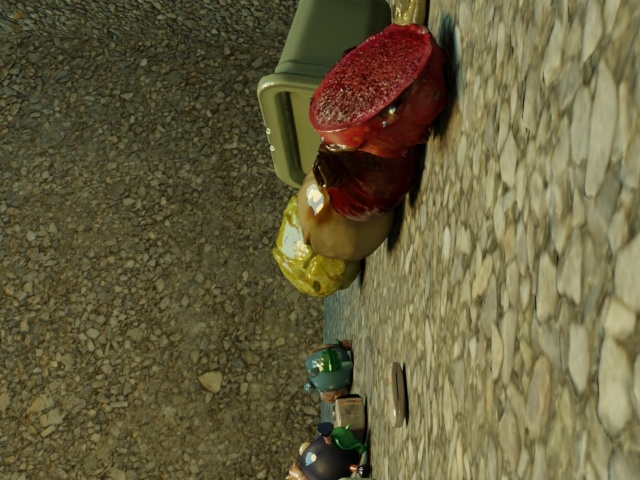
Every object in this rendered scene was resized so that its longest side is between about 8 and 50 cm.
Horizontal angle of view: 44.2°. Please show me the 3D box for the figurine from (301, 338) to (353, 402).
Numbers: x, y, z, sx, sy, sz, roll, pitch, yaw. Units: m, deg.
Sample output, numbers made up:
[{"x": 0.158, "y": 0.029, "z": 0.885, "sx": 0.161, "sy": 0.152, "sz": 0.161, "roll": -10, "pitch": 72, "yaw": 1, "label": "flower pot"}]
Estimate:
[{"x": 0.020, "y": 0.287, "z": 1.743, "sx": 0.178, "sy": 0.114, "sz": 0.144, "roll": 82, "pitch": -172, "yaw": -47, "label": "figurine"}]

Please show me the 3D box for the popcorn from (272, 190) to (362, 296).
[{"x": 0.000, "y": 0.000, "z": 1.556, "sx": 0.204, "sy": 0.184, "sz": 0.221, "roll": -122, "pitch": 35, "yaw": -76, "label": "popcorn"}]

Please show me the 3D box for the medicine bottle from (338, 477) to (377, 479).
[{"x": 0.048, "y": 0.363, "z": 0.974, "sx": 0.229, "sy": 0.083, "sz": 0.121, "roll": -141, "pitch": 52, "yaw": -86, "label": "medicine bottle"}]

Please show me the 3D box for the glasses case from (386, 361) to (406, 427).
[{"x": 0.089, "y": 0.181, "z": 0.928, "sx": 0.083, "sy": 0.021, "sz": 0.032, "roll": -89, "pitch": 5, "yaw": -45, "label": "glasses case"}]

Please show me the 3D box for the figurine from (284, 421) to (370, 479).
[{"x": 0.002, "y": 0.388, "z": 1.304, "sx": 0.195, "sy": 0.111, "sz": 0.102, "roll": -56, "pitch": -3, "yaw": 16, "label": "figurine"}]

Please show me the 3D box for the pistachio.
[{"x": 0.035, "y": -0.037, "z": 1.087, "sx": 0.215, "sy": 0.144, "sz": 0.144, "roll": 66, "pitch": -155, "yaw": -68, "label": "pistachio"}]

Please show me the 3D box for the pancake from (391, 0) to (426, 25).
[{"x": 0.107, "y": -0.263, "z": 0.951, "sx": 0.158, "sy": 0.028, "sz": 0.158, "roll": 180, "pitch": 90, "yaw": -86, "label": "pancake"}]

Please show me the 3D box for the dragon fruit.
[{"x": 0.077, "y": -0.127, "z": 0.779, "sx": 0.111, "sy": 0.153, "sz": 0.153, "roll": 41, "pitch": -149, "yaw": -32, "label": "dragon fruit"}]

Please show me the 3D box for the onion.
[{"x": 0.061, "y": -0.108, "z": 0.893, "sx": 0.151, "sy": 0.098, "sz": 0.206, "roll": -52, "pitch": -33, "yaw": -46, "label": "onion"}]

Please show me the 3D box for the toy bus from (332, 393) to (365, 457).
[{"x": 0.049, "y": 0.344, "z": 1.409, "sx": 0.172, "sy": 0.057, "sz": 0.072, "roll": 93, "pitch": 172, "yaw": -51, "label": "toy bus"}]

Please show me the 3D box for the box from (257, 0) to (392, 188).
[{"x": 0.026, "y": -0.207, "z": 1.138, "sx": 0.312, "sy": 0.175, "sz": 0.182, "roll": 83, "pitch": -162, "yaw": -67, "label": "box"}]
